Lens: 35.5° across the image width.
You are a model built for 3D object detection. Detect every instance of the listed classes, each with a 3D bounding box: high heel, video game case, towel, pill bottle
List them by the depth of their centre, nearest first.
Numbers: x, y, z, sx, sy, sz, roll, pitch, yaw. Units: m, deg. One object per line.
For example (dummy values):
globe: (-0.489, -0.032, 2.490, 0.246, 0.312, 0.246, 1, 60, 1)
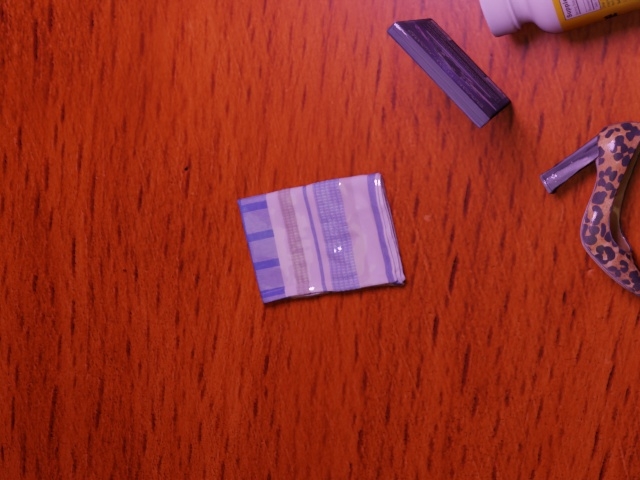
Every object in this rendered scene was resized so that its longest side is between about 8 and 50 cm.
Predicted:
pill bottle: (0.403, -0.421, 1.493, 0.334, 0.188, 0.187, -14, 99, 20)
video game case: (0.205, -0.265, 1.545, 0.196, 0.274, 0.026, 47, 112, 2)
high heel: (0.499, -0.053, 1.604, 0.186, 0.093, 0.261, -36, 86, 23)
towel: (0.000, 0.000, 1.803, 0.285, 0.034, 0.209, -9, 100, 19)
